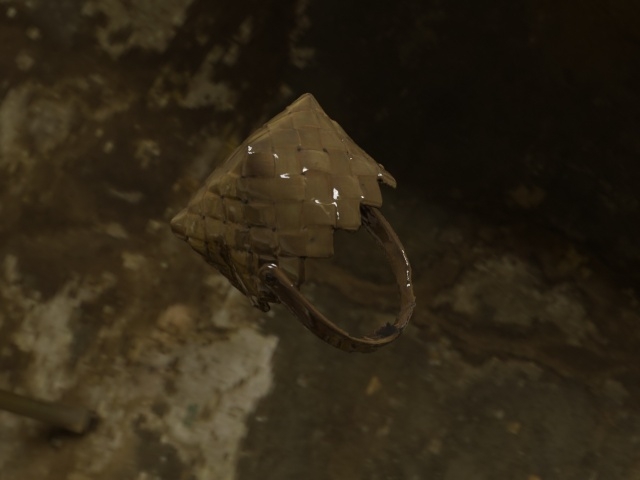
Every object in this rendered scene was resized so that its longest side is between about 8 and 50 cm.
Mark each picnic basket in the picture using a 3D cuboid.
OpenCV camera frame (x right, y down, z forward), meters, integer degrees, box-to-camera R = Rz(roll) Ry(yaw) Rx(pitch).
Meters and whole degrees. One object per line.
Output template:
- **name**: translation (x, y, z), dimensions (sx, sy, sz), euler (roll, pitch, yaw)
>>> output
- **picnic basket**: translation (0.000, 0.000, 1.137), dimensions (0.178, 0.128, 0.138), euler (48, 135, -4)
